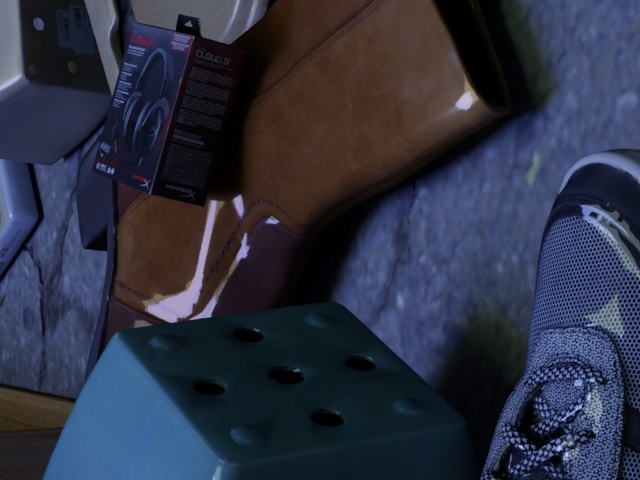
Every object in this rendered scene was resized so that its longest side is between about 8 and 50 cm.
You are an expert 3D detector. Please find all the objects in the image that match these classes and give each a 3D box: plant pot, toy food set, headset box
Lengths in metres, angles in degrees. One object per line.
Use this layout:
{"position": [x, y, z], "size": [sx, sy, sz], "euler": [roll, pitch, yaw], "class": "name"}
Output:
{"position": [-0.026, 0.155, 0.729], "size": [0.165, 0.165, 0.234], "euler": [42, 130, 50], "class": "plant pot"}
{"position": [-0.058, -0.150, 0.952], "size": [0.192, 0.038, 0.132], "euler": [-31, 70, 47], "class": "toy food set"}
{"position": [-0.070, -0.063, 0.836], "size": [0.062, 0.032, 0.083], "euler": [22, 98, 54], "class": "headset box"}
{"position": [-0.178, -0.113, 1.076], "size": [0.096, 0.109, 0.109], "euler": [-16, 74, 44], "class": "plant pot"}

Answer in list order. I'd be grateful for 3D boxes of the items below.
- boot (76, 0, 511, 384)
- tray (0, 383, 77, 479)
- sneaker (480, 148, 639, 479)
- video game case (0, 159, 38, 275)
{"position": [0.000, 0.000, 0.830], "size": [0.280, 0.096, 0.264], "euler": [-36, 51, 43], "class": "boot"}
{"position": [-0.267, 0.132, 1.105], "size": [0.411, 0.202, 0.076], "euler": [3, 92, 58], "class": "tray"}
{"position": [0.070, 0.100, 0.616], "size": [0.101, 0.153, 0.269], "euler": [-2, 87, 58], "class": "sneaker"}
{"position": [-0.259, -0.055, 1.271], "size": [0.193, 0.023, 0.212], "euler": [-48, 49, 46], "class": "video game case"}
